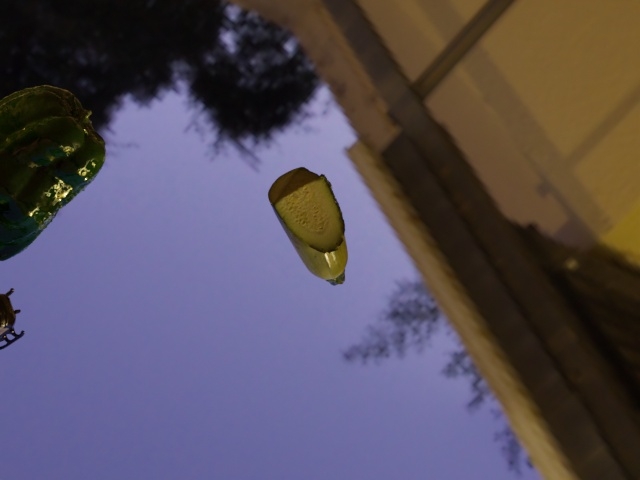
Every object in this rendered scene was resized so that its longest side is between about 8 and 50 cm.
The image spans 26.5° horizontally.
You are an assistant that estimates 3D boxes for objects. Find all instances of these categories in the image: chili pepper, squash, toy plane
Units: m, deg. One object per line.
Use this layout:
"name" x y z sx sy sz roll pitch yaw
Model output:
"chili pepper" -0.260 -0.011 0.971 0.099 0.253 0.083 41 -168 -23
"squash" 0.002 -0.001 1.844 0.090 0.075 0.200 -62 -41 -37
"toy plane" -0.366 0.093 1.392 0.078 0.197 0.053 -6 -106 -43
